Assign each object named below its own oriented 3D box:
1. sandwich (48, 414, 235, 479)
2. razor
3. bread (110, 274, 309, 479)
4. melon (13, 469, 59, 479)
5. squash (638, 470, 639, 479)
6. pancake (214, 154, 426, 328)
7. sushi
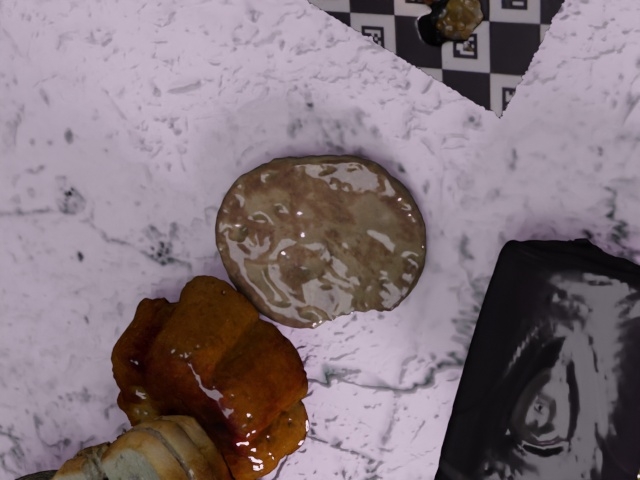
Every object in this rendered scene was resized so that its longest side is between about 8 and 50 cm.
[{"bbox_3d":[-0.186,0.333,1.337,0.273,0.095,0.248,-30,82,47],"label":"sandwich"},{"bbox_3d":[0.241,0.171,1.212,0.204,0.113,0.348,19,104,22],"label":"razor"},{"bbox_3d":[-0.133,0.174,1.377,0.232,0.135,0.246,-21,110,44],"label":"bread"},{"bbox_3d":[-0.342,0.453,1.541,0.249,0.248,0.329,6,122,18],"label":"melon"},{"bbox_3d":[0.277,0.241,1.300,0.258,0.069,0.069,-10,113,25],"label":"squash"},{"bbox_3d":[0.001,-0.001,1.288,0.236,0.042,0.222,-37,101,29],"label":"pancake"},{"bbox_3d":[0.132,-0.297,1.076,0.264,0.050,0.290,34,127,17],"label":"sushi"}]
